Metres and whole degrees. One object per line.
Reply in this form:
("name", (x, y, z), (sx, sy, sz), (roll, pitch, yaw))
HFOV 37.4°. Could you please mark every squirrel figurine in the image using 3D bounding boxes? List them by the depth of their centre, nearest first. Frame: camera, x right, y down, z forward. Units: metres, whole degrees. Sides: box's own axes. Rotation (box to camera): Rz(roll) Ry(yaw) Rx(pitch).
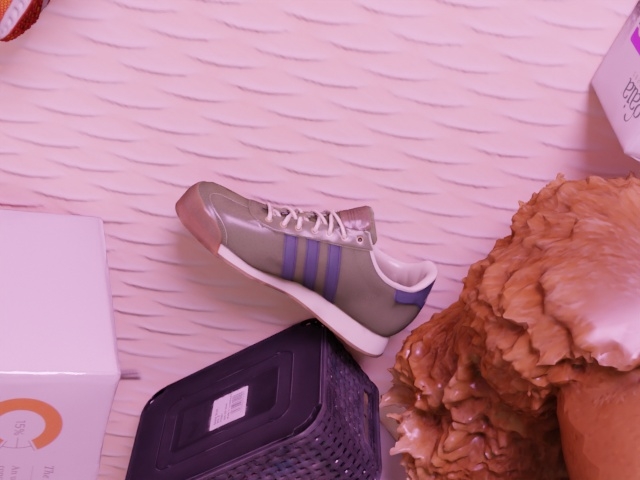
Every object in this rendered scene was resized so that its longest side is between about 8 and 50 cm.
("squirrel figurine", (0.244, 0.148, 0.646), (0.397, 0.281, 0.370), (37, 166, 22))

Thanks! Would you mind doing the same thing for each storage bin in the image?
("storage bin", (-0.051, 0.154, 0.729), (0.180, 0.122, 0.084), (-28, 120, 19))

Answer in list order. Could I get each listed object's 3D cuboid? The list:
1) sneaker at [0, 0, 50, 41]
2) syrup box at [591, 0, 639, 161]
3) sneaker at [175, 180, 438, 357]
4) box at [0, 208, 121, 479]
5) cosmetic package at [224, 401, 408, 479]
("sneaker", (-0.158, -0.188, 0.531), (0.067, 0.064, 0.175), (42, 114, -13))
("syrup box", (0.256, -0.149, 0.524), (0.096, 0.093, 0.236), (19, 124, -11))
("sneaker", (0.000, 0.000, 0.661), (0.192, 0.064, 0.086), (36, 111, -22))
("box", (-0.326, 0.100, 0.622), (0.346, 0.168, 0.215), (5, 127, -21))
("cosmetic package", (-0.032, 0.279, 0.754), (0.225, 0.224, 0.138), (-26, 120, 19))
